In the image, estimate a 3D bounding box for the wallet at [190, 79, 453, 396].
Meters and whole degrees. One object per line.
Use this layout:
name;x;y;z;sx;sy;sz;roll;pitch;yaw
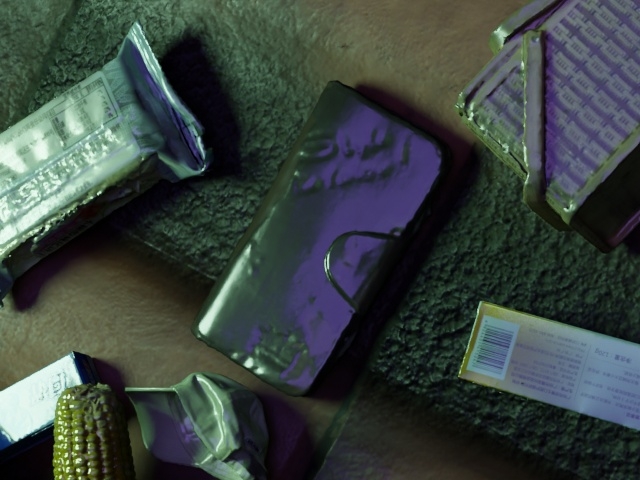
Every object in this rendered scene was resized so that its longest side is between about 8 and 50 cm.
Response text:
wallet;0.000;0.000;1.857;0.165;0.042;0.309;32;92;24

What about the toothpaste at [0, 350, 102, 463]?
toothpaste;-0.358;0.209;1.940;0.272;0.053;0.066;-28;72;13

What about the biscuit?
biscuit;-0.272;-0.076;1.949;0.309;0.079;0.186;-33;73;11

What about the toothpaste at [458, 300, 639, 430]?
toothpaste;0.292;0.136;1.711;0.313;0.071;0.089;15;83;22

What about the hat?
hat;-0.123;0.191;1.859;0.166;0.081;0.122;1;120;35

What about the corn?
corn;-0.224;0.305;1.836;0.097;0.097;0.319;-6;87;19

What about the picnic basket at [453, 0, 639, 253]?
picnic basket;0.285;-0.160;1.682;0.313;0.228;0.175;-47;71;6
